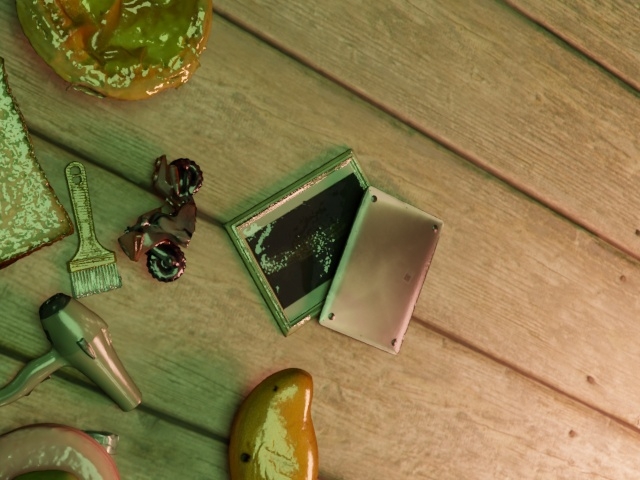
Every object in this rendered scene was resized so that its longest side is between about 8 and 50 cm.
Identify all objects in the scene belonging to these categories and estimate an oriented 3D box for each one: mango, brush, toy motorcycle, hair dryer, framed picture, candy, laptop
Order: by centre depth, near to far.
[{"bbox_3d":[-0.421,0.389,1.521,0.255,0.094,0.255,1,84,-8],"label":"candy"},{"bbox_3d":[-0.386,0.221,1.598,0.219,0.088,0.225,35,86,-24],"label":"hair dryer"},{"bbox_3d":[-0.378,-0.020,1.642,0.083,0.010,0.218,-12,91,-25],"label":"brush"},{"bbox_3d":[-0.260,-0.042,1.662,0.118,0.084,0.212,17,72,-23],"label":"toy motorcycle"},{"bbox_3d":[-0.076,0.343,1.717,0.157,0.109,0.262,11,77,-15],"label":"mango"},{"bbox_3d":[0.000,0.000,1.820,0.293,0.018,0.231,-33,101,-23],"label":"framed picture"},{"bbox_3d":[0.113,0.055,1.853,0.188,0.015,0.269,24,82,-28],"label":"laptop"}]

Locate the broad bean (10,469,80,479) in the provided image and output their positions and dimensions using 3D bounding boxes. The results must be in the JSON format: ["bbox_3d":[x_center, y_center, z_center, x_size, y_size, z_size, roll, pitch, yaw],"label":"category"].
[{"bbox_3d":[-0.411,0.395,1.439,0.174,0.082,0.124,-34,89,-20],"label":"broad bean"}]

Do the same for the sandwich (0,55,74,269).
[{"bbox_3d":[-0.543,-0.088,1.518,0.271,0.099,0.301,-25,101,-20],"label":"sandwich"}]

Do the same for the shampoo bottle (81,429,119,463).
[{"bbox_3d":[-0.364,0.406,1.602,0.072,0.049,0.212,8,83,-12],"label":"shampoo bottle"}]

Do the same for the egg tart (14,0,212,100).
[{"bbox_3d":[-0.333,-0.382,1.617,0.341,0.132,0.341,2,85,-25],"label":"egg tart"}]
